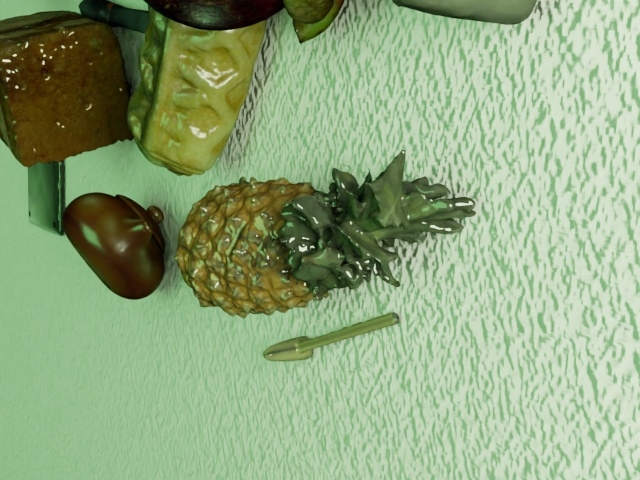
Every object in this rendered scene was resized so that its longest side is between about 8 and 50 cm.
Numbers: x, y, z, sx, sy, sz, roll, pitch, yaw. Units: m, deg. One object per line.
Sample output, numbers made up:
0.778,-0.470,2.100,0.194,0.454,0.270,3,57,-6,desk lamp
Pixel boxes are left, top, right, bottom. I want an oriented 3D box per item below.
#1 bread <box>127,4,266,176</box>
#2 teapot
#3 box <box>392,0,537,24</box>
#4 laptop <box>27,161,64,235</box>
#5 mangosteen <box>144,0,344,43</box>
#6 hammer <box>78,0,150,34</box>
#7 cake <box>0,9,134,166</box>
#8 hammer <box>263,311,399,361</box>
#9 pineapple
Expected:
-0.158,-0.207,1.105,0.152,0.130,0.268,40,125,33,bread
-0.296,-0.003,1.336,0.178,0.135,0.252,57,164,-10,teapot
0.122,-0.287,0.702,0.129,0.148,0.210,55,136,50,box
-0.536,-0.153,1.721,0.187,0.015,0.269,16,107,52,laptop
-0.080,-0.339,0.883,0.288,0.288,0.288,9,101,53,mangosteen
-0.302,-0.348,1.359,0.290,0.037,0.137,28,117,49,hammer
-0.440,-0.263,1.410,0.293,0.196,0.199,36,142,49,cake
0.011,0.104,0.976,0.195,0.060,0.028,-26,73,48,hammer
0.000,0.000,0.899,0.340,0.169,0.169,-6,89,46,pineapple
